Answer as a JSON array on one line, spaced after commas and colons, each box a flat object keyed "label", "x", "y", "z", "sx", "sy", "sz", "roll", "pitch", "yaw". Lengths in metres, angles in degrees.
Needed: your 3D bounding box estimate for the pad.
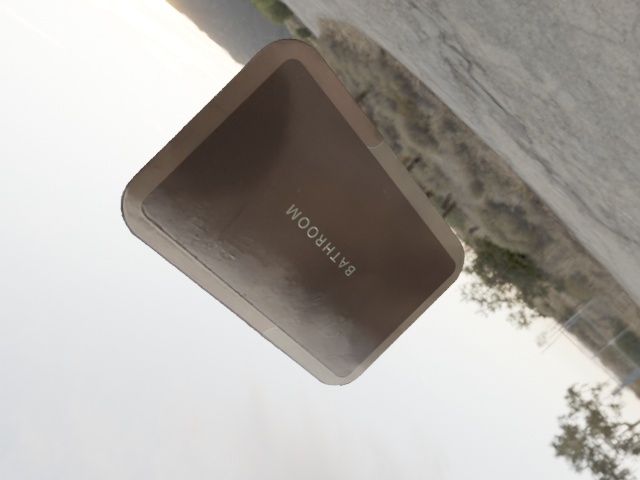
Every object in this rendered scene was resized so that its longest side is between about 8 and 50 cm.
[{"label": "pad", "x": 0.000, "y": 0.000, "z": 0.396, "sx": 0.266, "sy": 0.176, "sz": 0.002, "roll": 45, "pitch": 180, "yaw": -31}]
